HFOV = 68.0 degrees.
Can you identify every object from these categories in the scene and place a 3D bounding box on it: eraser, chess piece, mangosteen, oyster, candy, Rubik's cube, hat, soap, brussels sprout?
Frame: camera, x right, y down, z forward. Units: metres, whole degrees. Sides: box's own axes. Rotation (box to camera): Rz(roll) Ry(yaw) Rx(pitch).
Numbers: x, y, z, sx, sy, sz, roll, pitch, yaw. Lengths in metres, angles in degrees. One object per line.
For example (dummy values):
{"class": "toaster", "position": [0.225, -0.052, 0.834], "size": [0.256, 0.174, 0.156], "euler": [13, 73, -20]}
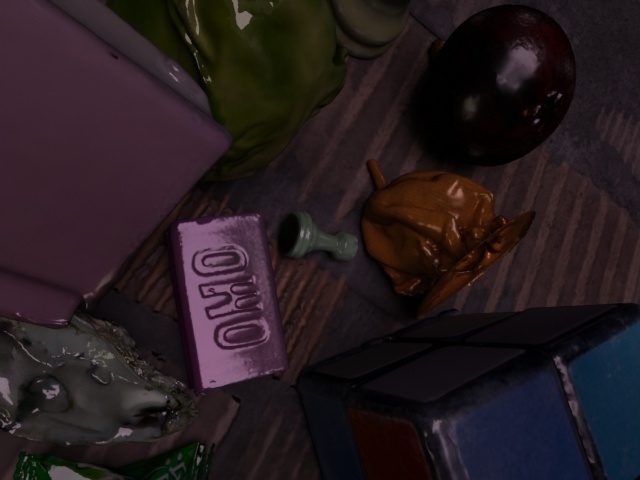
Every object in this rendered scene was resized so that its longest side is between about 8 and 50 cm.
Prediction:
{"class": "eraser", "position": [-0.284, -0.094, 0.323], "size": [0.272, 0.122, 0.359], "euler": [-45, 136, 16]}
{"class": "chess piece", "position": [0.000, 0.000, 0.656], "size": [0.103, 0.067, 0.067], "euler": [13, 76, -31]}
{"class": "mangosteen", "position": [0.251, -0.249, 0.745], "size": [0.235, 0.236, 0.261], "euler": [-19, 46, -25]}
{"class": "oyster", "position": [-0.261, 0.128, 0.501], "size": [0.251, 0.087, 0.200], "euler": [-4, 92, -17]}
{"class": "candy", "position": [-0.218, 0.288, 0.501], "size": [0.203, 0.078, 0.141], "euler": [15, 86, -33]}
{"class": "Rubik's cube", "position": [0.195, 0.265, 0.555], "size": [0.315, 0.313, 0.319], "euler": [-16, 87, -26]}
{"class": "hat", "position": [0.152, -0.044, 0.702], "size": [0.244, 0.234, 0.233], "euler": [-23, 64, -37]}
{"class": "soap", "position": [-0.116, 0.073, 0.588], "size": [0.122, 0.065, 0.203], "euler": [-9, 85, -25]}
{"class": "chess piece", "position": [0.111, -0.383, 0.664], "size": [0.144, 0.251, 0.145], "euler": [5, 79, -24]}
{"class": "brussels sprout", "position": [-0.106, -0.214, 0.530], "size": [0.227, 0.259, 0.295], "euler": [-16, 132, -45]}
